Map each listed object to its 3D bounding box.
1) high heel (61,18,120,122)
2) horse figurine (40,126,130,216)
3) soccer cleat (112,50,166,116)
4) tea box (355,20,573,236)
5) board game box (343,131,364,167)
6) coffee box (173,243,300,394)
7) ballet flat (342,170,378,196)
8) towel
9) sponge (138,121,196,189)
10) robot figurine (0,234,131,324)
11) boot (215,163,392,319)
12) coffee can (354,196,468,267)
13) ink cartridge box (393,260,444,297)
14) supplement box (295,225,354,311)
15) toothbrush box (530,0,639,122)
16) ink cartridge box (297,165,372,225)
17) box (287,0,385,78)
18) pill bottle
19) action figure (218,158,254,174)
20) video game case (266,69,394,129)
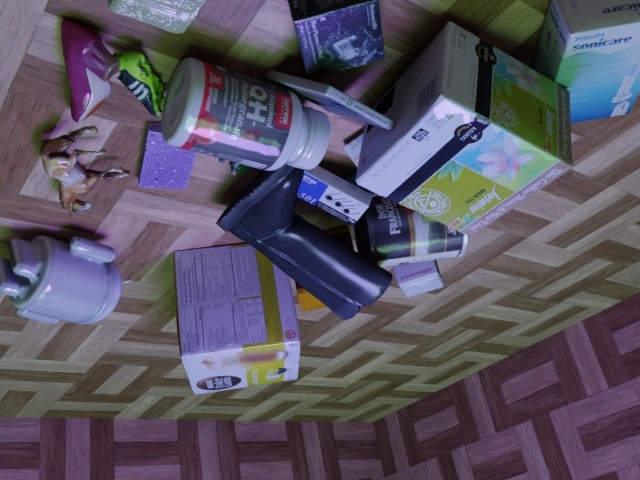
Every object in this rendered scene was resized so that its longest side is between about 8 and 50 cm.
[{"bbox_3d":[-0.464,-0.316,1.276,0.117,0.082,0.244,43,150,-10],"label":"high heel"},{"bbox_3d":[-0.546,-0.163,1.496,0.174,0.066,0.263,-19,153,0],"label":"horse figurine"},{"bbox_3d":[-0.356,-0.311,1.320,0.072,0.060,0.179,10,156,10],"label":"soccer cleat"},{"bbox_3d":[0.301,-0.219,1.428,0.323,0.220,0.329,22,146,-17],"label":"tea box"},{"bbox_3d":[0.142,-0.196,1.626,0.103,0.026,0.154,-32,104,32],"label":"board game box"},{"bbox_3d":[-0.253,0.237,2.023,0.334,0.338,0.338,-7,150,-8],"label":"coffee box"},{"bbox_3d":[0.146,-0.157,1.741,0.280,0.095,0.096,-18,162,32],"label":"ballet flat"},{"bbox_3d":[-0.284,-0.420,1.172,0.148,0.027,0.110,11,143,-35],"label":"towel"},{"bbox_3d":[-0.353,-0.191,1.549,0.117,0.031,0.210,1,149,-22],"label":"sponge"},{"bbox_3d":[-0.683,0.111,1.787,0.300,0.200,0.353,-43,142,18],"label":"robot figurine"},{"bbox_3d":[-0.001,0.000,1.678,0.445,0.146,0.367,39,147,-12],"label":"boot"},{"bbox_3d":[0.247,-0.034,1.869,0.275,0.201,0.201,-8,151,-8],"label":"coffee can"},{"bbox_3d":[0.295,0.067,2.088,0.128,0.176,0.127,-18,150,12],"label":"ink cartridge box"},{"bbox_3d":[0.013,0.084,1.998,0.191,0.194,0.129,-11,151,-1],"label":"supplement box"},{"bbox_3d":[0.584,-0.393,1.432,0.216,0.126,0.295,-10,151,0],"label":"toothbrush box"},{"bbox_3d":[0.018,-0.122,1.697,0.207,0.046,0.097,28,141,-8],"label":"ink cartridge box"},{"bbox_3d":[0.030,-0.403,1.249,0.158,0.093,0.156,-15,151,3],"label":"box"},{"bbox_3d":[-0.147,-0.243,1.366,0.318,0.176,0.176,12,144,-30],"label":"pill bottle"},{"bbox_3d":[-0.124,-0.231,1.536,0.232,0.063,0.137,-27,144,19],"label":"action figure"},{"bbox_3d":[0.019,-0.289,1.369,0.193,0.212,0.023,18,97,-42],"label":"video game case"}]
